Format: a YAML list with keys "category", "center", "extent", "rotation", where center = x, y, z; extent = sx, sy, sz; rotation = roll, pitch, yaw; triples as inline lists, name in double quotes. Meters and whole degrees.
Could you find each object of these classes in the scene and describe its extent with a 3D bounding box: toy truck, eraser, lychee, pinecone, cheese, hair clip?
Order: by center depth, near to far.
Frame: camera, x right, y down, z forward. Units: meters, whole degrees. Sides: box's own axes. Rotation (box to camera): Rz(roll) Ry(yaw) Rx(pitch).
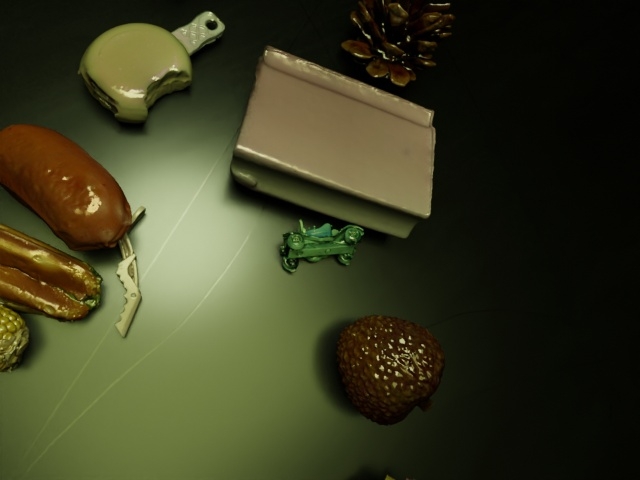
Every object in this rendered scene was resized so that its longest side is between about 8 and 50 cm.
- category: "hair clip"
  center: [-0.317, 0.045, 0.771]
  extent: [0.072, 0.034, 0.226]
  rotation: [-7, 80, -20]
- category: "lychee"
  center: [0.120, 0.220, 0.799]
  extent: [0.194, 0.194, 0.195]
  rotation: [4, 76, -17]
- category: "cheese"
  center: [-0.288, -0.335, 0.844]
  extent: [0.286, 0.082, 0.163]
  rotation: [-42, 93, -22]
- category: "toy truck"
  center: [-0.001, 0.000, 0.869]
  extent: [0.154, 0.080, 0.078]
  rotation: [-6, 53, -19]
- category: "eraser"
  center: [0.030, -0.183, 0.872]
  extent: [0.359, 0.122, 0.272]
  rotation: [15, 63, -13]
- category: "pinecone"
  center: [0.163, -0.440, 0.956]
  extent: [0.202, 0.201, 0.229]
  rotation: [28, 45, -25]

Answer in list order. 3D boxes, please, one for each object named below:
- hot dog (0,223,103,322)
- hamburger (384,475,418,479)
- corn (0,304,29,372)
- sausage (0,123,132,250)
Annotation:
- category: "hot dog"
  center: [-0.467, 0.044, 0.702]
  extent: [0.269, 0.072, 0.115]
  rotation: [29, 70, -11]
- category: "hamburger"
  center: [0.122, 0.488, 0.778]
  extent: [0.164, 0.093, 0.189]
  rotation: [-42, 94, -24]
- category: "corn"
  center: [-0.563, 0.109, 0.647]
  extent: [0.293, 0.106, 0.106]
  rotation: [21, 72, -9]
- category: "sausage"
  center: [-0.399, -0.087, 0.711]
  extent: [0.258, 0.133, 0.133]
  rotation: [37, 68, 14]
